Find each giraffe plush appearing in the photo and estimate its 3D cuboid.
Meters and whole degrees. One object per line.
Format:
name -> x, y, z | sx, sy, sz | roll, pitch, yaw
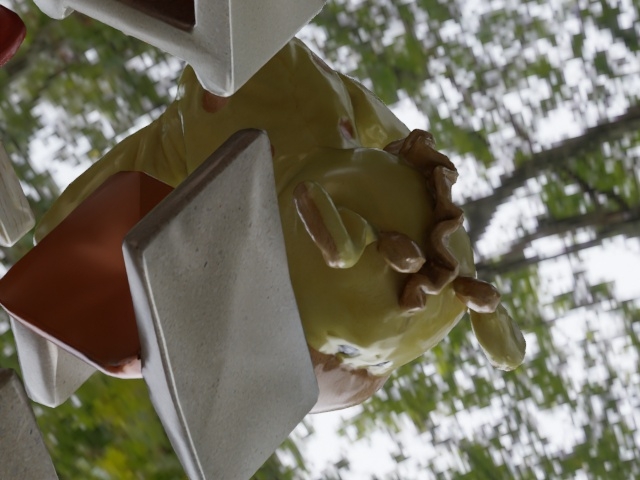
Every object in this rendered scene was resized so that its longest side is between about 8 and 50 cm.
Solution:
giraffe plush -> 0.000, 0.000, 0.737 | 0.181, 0.210, 0.170 | -2, -145, -31

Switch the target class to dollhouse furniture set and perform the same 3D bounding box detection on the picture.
dollhouse furniture set -> -0.113, -0.054, 0.439 | 0.262, 0.135, 0.259 | 27, -124, 28
